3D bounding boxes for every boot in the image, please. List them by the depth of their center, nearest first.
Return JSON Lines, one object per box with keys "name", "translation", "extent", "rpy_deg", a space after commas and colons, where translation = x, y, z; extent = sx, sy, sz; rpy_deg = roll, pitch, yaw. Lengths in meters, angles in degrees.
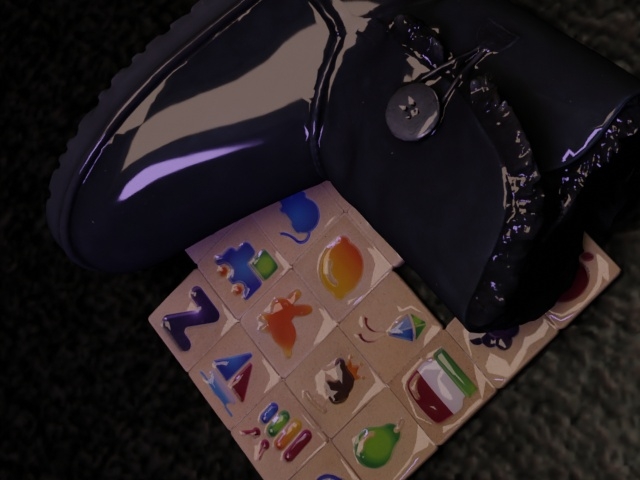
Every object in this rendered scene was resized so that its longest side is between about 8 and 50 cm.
{"name": "boot", "translation": [0.009, -0.027, 0.673], "extent": [0.246, 0.094, 0.207], "rpy_deg": [-46, 61, 6]}

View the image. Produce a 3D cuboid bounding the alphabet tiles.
{"name": "alphabet tiles", "translation": [0.000, 0.000, 0.734], "extent": [0.198, 0.009, 0.237], "rpy_deg": [-46, 65, 14]}
